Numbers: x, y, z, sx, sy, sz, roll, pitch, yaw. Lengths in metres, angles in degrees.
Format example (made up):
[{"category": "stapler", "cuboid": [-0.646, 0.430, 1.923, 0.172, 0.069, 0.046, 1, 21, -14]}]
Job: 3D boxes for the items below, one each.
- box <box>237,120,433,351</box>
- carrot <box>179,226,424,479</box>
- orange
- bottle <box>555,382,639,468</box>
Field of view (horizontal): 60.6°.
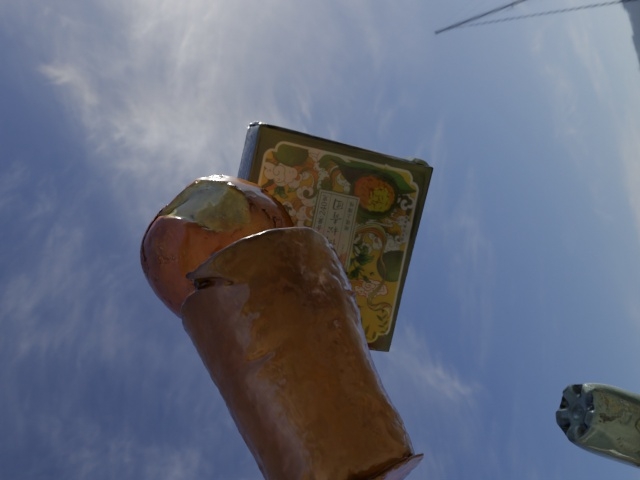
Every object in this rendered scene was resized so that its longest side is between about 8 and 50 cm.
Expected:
[{"category": "box", "cuboid": [0.000, 0.000, 1.118, 0.373, 0.138, 0.419, 11, -85, -21]}, {"category": "carrot", "cuboid": [-0.012, 0.135, 0.546, 0.196, 0.196, 0.254, 19, -150, -48]}, {"category": "orange", "cuboid": [-0.154, 0.016, 0.841, 0.240, 0.240, 0.239, 22, -119, -47]}, {"category": "bottle", "cuboid": [0.414, 0.237, 0.647, 0.270, 0.083, 0.083, 18, -122, -9]}]
